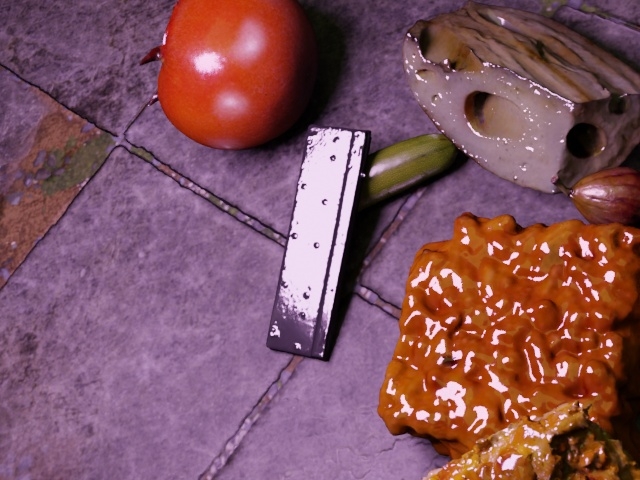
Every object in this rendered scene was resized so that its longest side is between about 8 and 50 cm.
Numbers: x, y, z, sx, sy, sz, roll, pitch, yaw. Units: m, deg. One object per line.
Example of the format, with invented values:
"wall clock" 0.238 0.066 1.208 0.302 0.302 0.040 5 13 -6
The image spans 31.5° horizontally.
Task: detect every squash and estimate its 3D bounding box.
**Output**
"squash" 0.068 -0.081 1.536 0.252 0.066 0.066 -26 57 10

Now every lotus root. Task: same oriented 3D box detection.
"lotus root" 0.262 -0.185 1.473 0.210 0.142 0.314 -21 45 -29

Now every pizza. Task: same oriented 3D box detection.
"pizza" 0.241 0.277 1.199 0.336 0.086 0.226 9 111 16

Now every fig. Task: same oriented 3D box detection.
"fig" 0.336 -0.052 1.374 0.125 0.089 0.089 12 68 2

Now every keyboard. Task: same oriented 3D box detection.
"keyboard" 0.000 0.000 1.503 0.101 0.018 0.309 8 85 28

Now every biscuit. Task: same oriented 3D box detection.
"biscuit" 0.235 0.120 1.333 0.318 0.110 0.312 6 70 27

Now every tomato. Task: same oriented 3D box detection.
"tomato" -0.121 -0.252 1.605 0.224 0.256 0.255 13 70 12
